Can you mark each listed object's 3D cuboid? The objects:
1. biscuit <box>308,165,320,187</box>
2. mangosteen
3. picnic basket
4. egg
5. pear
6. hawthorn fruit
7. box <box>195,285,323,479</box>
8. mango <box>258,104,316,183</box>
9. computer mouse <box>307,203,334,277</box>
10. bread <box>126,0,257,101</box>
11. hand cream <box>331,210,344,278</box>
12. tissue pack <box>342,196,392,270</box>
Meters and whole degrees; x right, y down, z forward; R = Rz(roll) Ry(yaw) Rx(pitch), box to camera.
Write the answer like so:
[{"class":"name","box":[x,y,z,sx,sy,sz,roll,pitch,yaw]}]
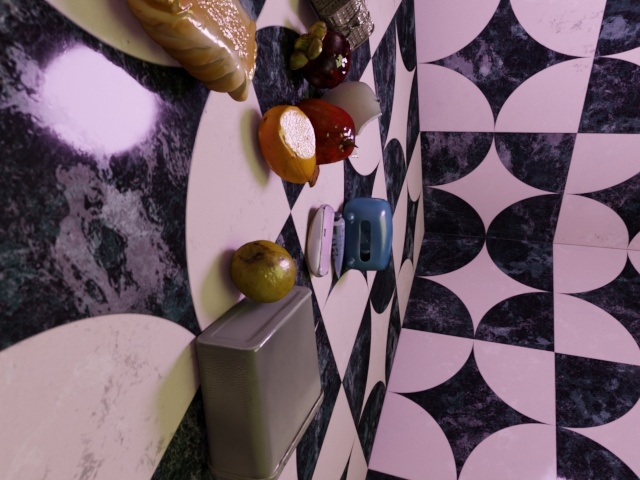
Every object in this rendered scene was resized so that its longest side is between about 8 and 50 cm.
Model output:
[{"class":"biscuit","box":[-0.028,-0.230,1.486,0.130,0.019,0.120,15,81,-69]},{"class":"mangosteen","box":[-0.001,-0.514,1.309,0.180,0.166,0.166,13,82,-45]},{"class":"picnic basket","box":[0.061,-0.666,1.362,0.154,0.134,0.196,58,11,19]},{"class":"egg","box":[0.060,-0.385,1.489,0.271,0.161,0.207,138,-61,-66]},{"class":"pear","box":[-0.132,0.070,1.096,0.162,0.148,0.149,53,47,-58]},{"class":"hawthorn fruit","box":[0.005,-0.290,1.284,0.189,0.251,0.190,-18,118,-38]},{"class":"box","box":[-0.131,0.325,1.137,0.352,0.177,0.344,-39,130,-62]},{"class":"mango","box":[-0.079,-0.235,1.187,0.141,0.102,0.217,-46,130,-23]},{"class":"computer mouse","box":[0.000,0.000,1.568,0.126,0.056,0.245,5,91,-69]},{"class":"bread","box":[-0.212,-0.376,0.798,0.311,0.121,0.173,33,61,-68]},{"class":"hand cream","box":[0.065,0.016,1.760,0.091,0.058,0.271,-78,166,-52]},{"class":"tissue pack","box":[0.181,-0.020,1.845,0.206,0.198,0.288,-46,139,-67]}]
